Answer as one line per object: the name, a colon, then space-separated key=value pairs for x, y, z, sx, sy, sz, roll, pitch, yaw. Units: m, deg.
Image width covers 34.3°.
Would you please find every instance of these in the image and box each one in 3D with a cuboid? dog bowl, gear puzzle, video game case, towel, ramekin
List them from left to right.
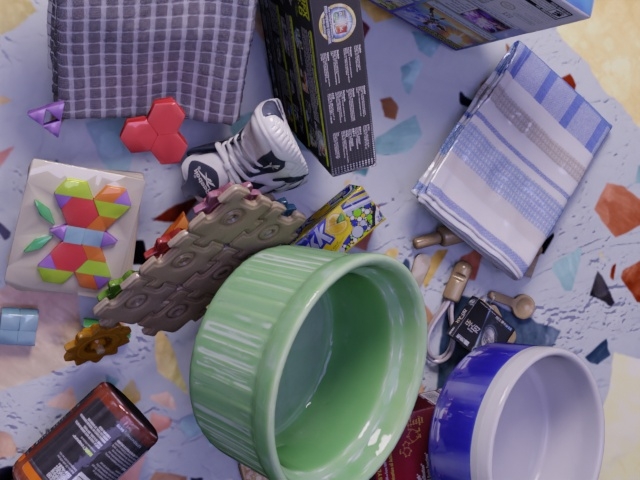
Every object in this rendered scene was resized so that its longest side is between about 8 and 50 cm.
towel: x=-0.191 y=-0.255 z=1.185 sx=0.235 sy=0.121 sz=0.283 roll=-6 pitch=138 yaw=-17
gear puzzle: x=-0.180 y=0.046 z=1.252 sx=0.339 sy=0.175 sz=0.044 roll=-40 pitch=62 yaw=17
ramekin: x=-0.015 y=0.149 z=1.246 sx=0.303 sy=0.148 sz=0.303 roll=-22 pitch=119 yaw=-47
video game case: x=0.155 y=-0.330 z=1.260 sx=0.269 sy=0.244 sz=0.061 roll=22 pitch=77 yaw=-31
towel: x=0.272 y=-0.111 z=1.435 sx=0.209 sy=0.034 sz=0.285 roll=39 pitch=75 yaw=-17
dog bowl: x=0.268 y=0.271 z=1.399 sx=0.265 sy=0.104 sz=0.264 roll=-3 pitch=94 yaw=-43

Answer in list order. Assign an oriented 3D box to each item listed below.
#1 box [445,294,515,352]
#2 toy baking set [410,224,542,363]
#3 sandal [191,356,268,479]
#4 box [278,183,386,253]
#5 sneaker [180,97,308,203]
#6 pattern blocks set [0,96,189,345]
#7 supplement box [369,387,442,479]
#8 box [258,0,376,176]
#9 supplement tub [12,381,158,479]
box: x=0.224 y=0.127 z=1.447 sx=0.083 sy=0.018 sz=0.067 roll=40 pitch=82 yaw=-26
toy baking set: x=0.202 y=0.067 z=1.452 sx=0.256 sy=0.030 sz=0.196 roll=-10 pitch=98 yaw=-16
sandal: x=-0.092 y=0.244 z=1.353 sx=0.088 sy=0.079 sz=0.240 roll=-23 pitch=101 yaw=-14
box: x=0.000 y=0.000 z=1.372 sx=0.169 sy=0.054 sz=0.059 roll=-40 pitch=105 yaw=-10
sneaker: x=-0.101 y=-0.091 z=1.253 sx=0.153 sy=0.235 sz=0.094 roll=-23 pitch=88 yaw=-2
pattern blocks set: x=-0.287 y=-0.012 z=1.238 sx=0.285 sy=0.026 sz=0.324 roll=-4 pitch=118 yaw=-14
supplement box: x=0.083 y=0.293 z=1.414 sx=0.239 sy=0.073 sz=0.130 roll=-11 pitch=99 yaw=-15
box: x=-0.012 y=-0.239 z=1.221 sx=0.060 sy=0.216 sz=0.270 roll=-17 pitch=121 yaw=-14
supplement tub: x=-0.304 y=0.275 z=1.279 sx=0.198 sy=0.106 sz=0.106 roll=-42 pitch=105 yaw=-9
